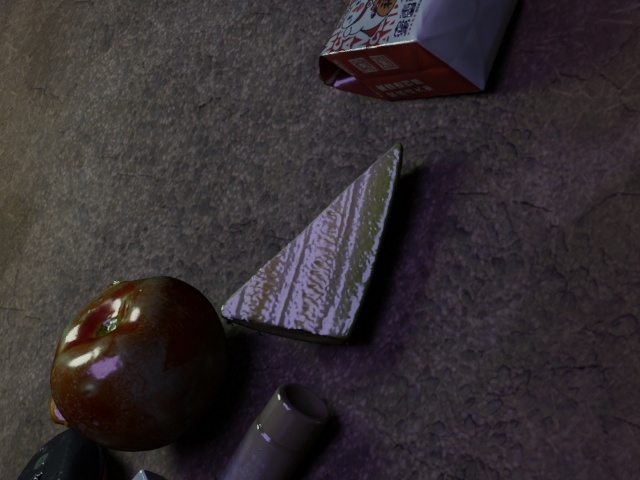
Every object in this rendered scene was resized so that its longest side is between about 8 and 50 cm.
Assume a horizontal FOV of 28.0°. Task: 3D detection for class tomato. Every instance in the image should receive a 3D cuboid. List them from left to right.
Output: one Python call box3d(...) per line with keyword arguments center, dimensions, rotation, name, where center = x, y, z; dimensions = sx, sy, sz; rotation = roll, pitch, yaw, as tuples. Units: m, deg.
box3d(center=(-0.257, 0.190, 1.899), dimensions=(0.270, 0.223, 0.270), rotation=(-26, 29, 16), name="tomato")

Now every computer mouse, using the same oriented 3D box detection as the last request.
box3d(center=(-0.401, 0.409, 1.971), dimensions=(0.183, 0.116, 0.323), rotation=(-46, 16, 15), name="computer mouse")

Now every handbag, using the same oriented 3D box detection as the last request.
box3d(center=(0.122, -0.302, 1.830), dimensions=(0.298, 0.151, 0.171), rotation=(2, 67, 56), name="handbag")

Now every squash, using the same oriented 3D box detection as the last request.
box3d(center=(0.000, 0.000, 1.802), dimensions=(0.203, 0.111, 0.289), rotation=(10, 78, 17), name="squash")

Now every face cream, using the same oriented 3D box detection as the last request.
box3d(center=(-0.107, 0.347, 1.767), dimensions=(0.341, 0.084, 0.137), rotation=(-57, 37, 20), name="face cream")

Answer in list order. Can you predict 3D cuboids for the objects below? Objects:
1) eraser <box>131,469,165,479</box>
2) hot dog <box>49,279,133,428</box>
box3d(center=(-0.301, 0.457, 1.929), dimensions=(0.225, 0.052, 0.095), rotation=(-51, 41, 14), name="eraser")
box3d(center=(-0.360, 0.192, 2.127), dimensions=(0.115, 0.072, 0.269), rotation=(22, 84, 52), name="hot dog")
